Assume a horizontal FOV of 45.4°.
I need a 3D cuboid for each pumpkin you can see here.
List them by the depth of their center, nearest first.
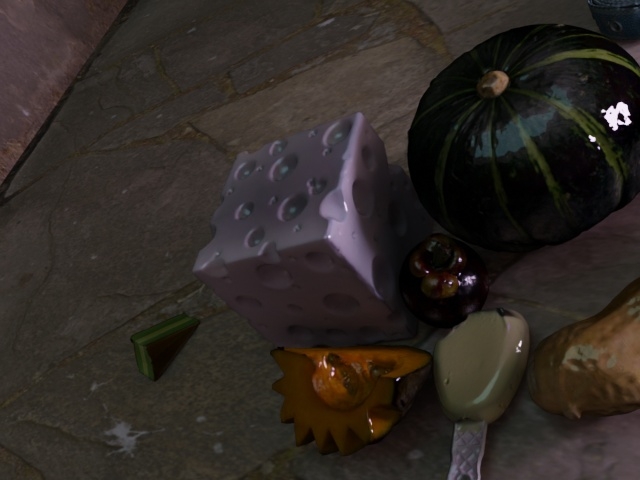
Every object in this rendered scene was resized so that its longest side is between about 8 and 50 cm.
[{"bbox_3d":[0.271,-0.134,1.012,0.323,0.241,0.323,-21,40,19],"label":"pumpkin"},{"bbox_3d":[0.058,0.209,1.017,0.254,0.149,0.130,0,92,50],"label":"pumpkin"}]

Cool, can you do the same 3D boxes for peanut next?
[{"bbox_3d":[0.344,0.106,0.825,0.263,0.101,0.117,-37,61,5],"label":"peanut"}]

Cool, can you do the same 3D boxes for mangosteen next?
[{"bbox_3d":[0.163,0.047,1.023,0.140,0.140,0.140,-26,39,23],"label":"mangosteen"}]

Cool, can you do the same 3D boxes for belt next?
[{"bbox_3d":[0.500,-0.378,1.180,0.163,0.082,0.147,-19,38,28],"label":"belt"}]

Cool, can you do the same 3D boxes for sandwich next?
[{"bbox_3d":[-0.278,0.194,1.407,0.116,0.074,0.074,-24,24,-31],"label":"sandwich"}]

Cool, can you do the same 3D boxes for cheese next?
[{"bbox_3d":[0.181,0.201,0.922,0.127,0.050,0.255,-11,47,36],"label":"cheese"}]

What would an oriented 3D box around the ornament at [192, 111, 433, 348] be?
[{"bbox_3d":[0.000,0.000,1.137,0.240,0.239,0.240,-14,45,34],"label":"ornament"}]
